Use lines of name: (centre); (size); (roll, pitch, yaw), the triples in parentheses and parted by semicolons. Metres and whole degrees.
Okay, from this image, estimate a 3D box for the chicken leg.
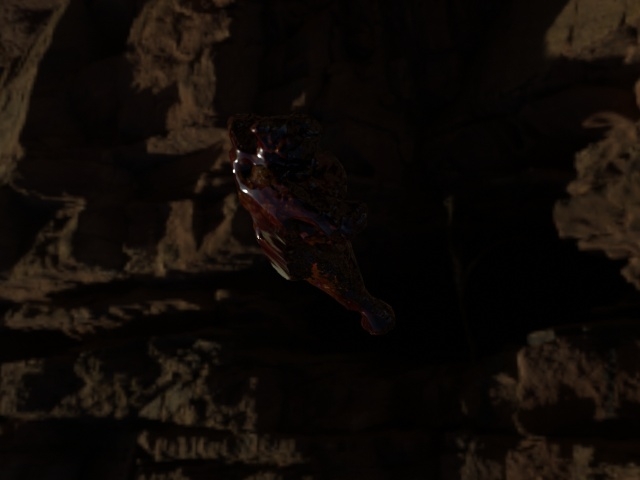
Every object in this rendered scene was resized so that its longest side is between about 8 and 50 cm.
chicken leg: (-0.005, -0.004, 0.452); (0.089, 0.048, 0.219); (38, 165, 25)
